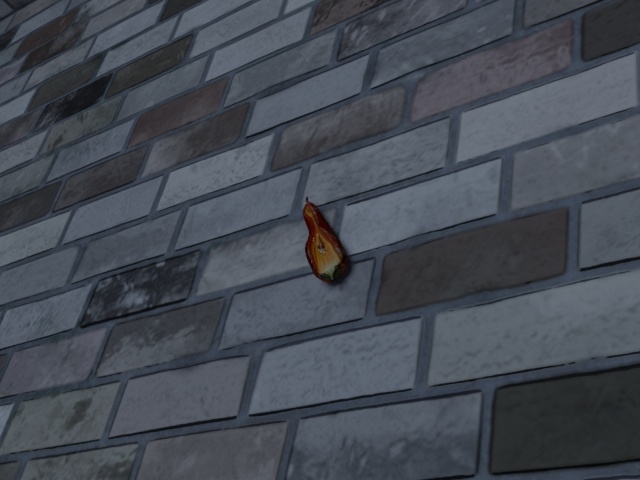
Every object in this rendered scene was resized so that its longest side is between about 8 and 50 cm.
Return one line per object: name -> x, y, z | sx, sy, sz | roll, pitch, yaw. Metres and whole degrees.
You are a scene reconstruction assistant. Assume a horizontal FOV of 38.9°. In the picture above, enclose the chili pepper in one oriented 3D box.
chili pepper -> 0.000, 0.000, 1.119 | 0.045, 0.027, 0.178 | -34, 38, 8
